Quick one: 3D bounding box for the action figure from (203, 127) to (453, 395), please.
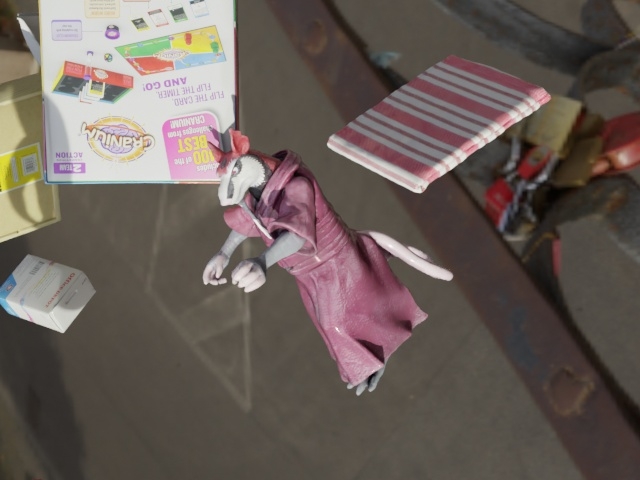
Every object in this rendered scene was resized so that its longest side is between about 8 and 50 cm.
[{"bbox_3d":[0.000,0.000,1.370,0.370,0.275,0.248,57,168,-25],"label":"action figure"}]

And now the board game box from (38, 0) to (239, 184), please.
[{"bbox_3d":[-0.220,-0.228,1.366,0.064,0.242,0.316,-97,8,-82],"label":"board game box"}]

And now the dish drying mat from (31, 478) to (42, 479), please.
[{"bbox_3d":[-0.424,0.356,1.544,0.032,0.083,0.008,-20,100,31],"label":"dish drying mat"}]

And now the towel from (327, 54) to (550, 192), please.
[{"bbox_3d":[0.123,-0.123,1.160,0.144,0.197,0.029,32,150,46],"label":"towel"}]

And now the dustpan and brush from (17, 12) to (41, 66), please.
[{"bbox_3d":[-0.341,-0.240,1.613,0.060,0.147,0.211,-15,94,31],"label":"dustpan and brush"}]

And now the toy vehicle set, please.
[{"bbox_3d":[-0.450,-0.099,1.535,0.035,0.166,0.267,53,151,31],"label":"toy vehicle set"}]

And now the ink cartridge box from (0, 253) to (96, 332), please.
[{"bbox_3d":[-0.416,0.080,1.683,0.122,0.088,0.052,14,145,33],"label":"ink cartridge box"}]
